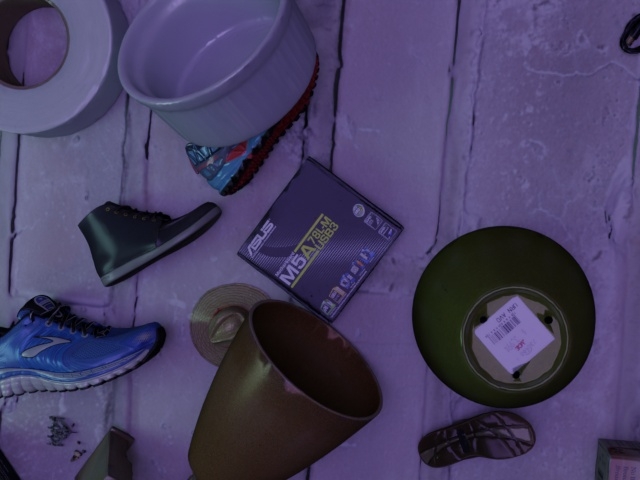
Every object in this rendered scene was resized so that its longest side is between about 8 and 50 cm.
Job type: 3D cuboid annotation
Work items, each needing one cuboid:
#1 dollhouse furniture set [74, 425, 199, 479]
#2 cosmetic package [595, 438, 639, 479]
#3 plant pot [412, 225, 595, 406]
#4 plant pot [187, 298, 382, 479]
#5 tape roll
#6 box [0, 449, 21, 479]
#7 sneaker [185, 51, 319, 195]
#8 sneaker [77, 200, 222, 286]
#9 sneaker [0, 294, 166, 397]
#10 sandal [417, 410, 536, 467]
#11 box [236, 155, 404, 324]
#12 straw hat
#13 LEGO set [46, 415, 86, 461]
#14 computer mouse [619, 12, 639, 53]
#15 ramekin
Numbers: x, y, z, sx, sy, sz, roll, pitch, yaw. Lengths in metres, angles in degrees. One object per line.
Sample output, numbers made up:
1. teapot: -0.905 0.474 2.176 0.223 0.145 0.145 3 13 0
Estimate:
1. dollhouse furniture set: -0.253 0.420 1.577 0.242 0.161 0.212 35 96 -17
2. cosmetic package: 0.548 0.379 1.451 0.296 0.129 0.153 3 91 7
3. plant pot: 0.257 0.118 1.400 0.275 0.293 0.274 0 92 8
4. plant pot: -0.076 0.258 1.501 0.237 0.237 0.254 40 111 5
5. tape roll: -0.443 -0.304 1.579 0.286 0.100 0.286 0 92 8
6. box: -0.546 0.389 1.580 0.093 0.158 0.156 -35 86 6
7. sneaker: -0.109 -0.200 1.537 0.125 0.104 0.262 39 96 7
8. sneaker: -0.269 -0.029 1.571 0.222 0.083 0.118 -29 87 8
9. sneaker: -0.402 0.155 1.572 0.330 0.130 0.147 -8 93 8
10. sandal: 0.235 0.299 1.535 0.180 0.049 0.072 -18 83 22
11. box: 0.000 0.000 1.556 0.184 0.045 0.190 38 95 3
12. straw hat: -0.141 0.133 1.570 0.144 0.061 0.144 0 92 7
13. LEGO set: -0.412 0.316 1.628 0.083 0.023 0.054 36 95 5
14. computer mouse: 0.509 -0.382 1.482 0.071 0.041 0.242 26 95 5
15. ramekin: -0.140 -0.267 1.466 0.277 0.135 0.277 -15 53 21
